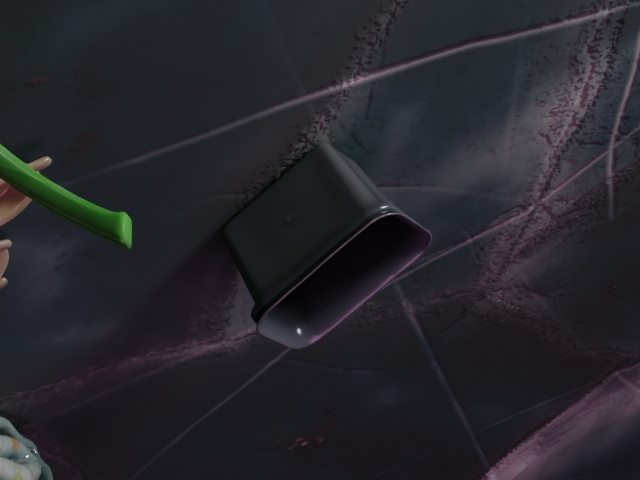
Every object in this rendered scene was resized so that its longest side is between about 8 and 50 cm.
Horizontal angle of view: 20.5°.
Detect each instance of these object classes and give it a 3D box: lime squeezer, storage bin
[{"bbox_3d":[-0.250,-0.029,1.008,0.310,0.109,0.059,-7,172,14],"label":"lime squeezer"},{"bbox_3d":[0.000,0.000,1.292,0.135,0.091,0.098,-40,150,13],"label":"storage bin"}]

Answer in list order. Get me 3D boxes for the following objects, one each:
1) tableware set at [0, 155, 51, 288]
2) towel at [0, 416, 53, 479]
[{"bbox_3d":[-0.243,0.009,1.118,0.141,0.020,0.168,-25,151,-39],"label":"tableware set"},{"bbox_3d":[-0.398,0.203,1.213,0.320,0.090,0.374,-35,150,8],"label":"towel"}]
